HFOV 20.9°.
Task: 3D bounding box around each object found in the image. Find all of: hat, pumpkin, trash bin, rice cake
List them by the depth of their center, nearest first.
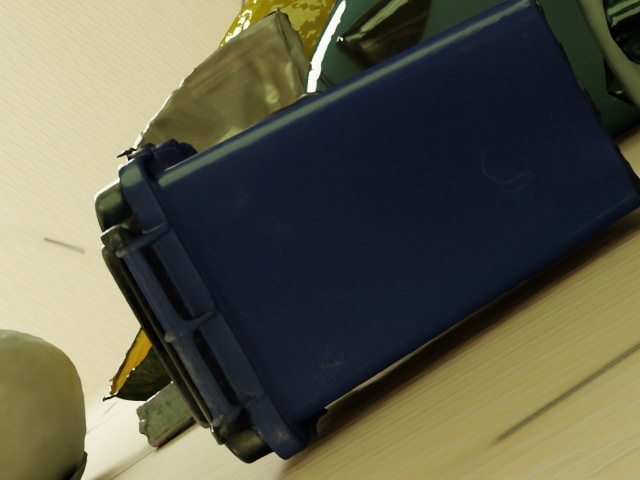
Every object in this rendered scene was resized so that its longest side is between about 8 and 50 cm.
[{"bbox_3d":[0.025,-0.014,0.817,0.234,0.163,0.184,-29,4,8],"label":"trash bin"},{"bbox_3d":[-0.048,0.083,1.285,0.211,0.034,0.043,-35,-6,4],"label":"rice cake"},{"bbox_3d":[-0.021,-0.054,1.390,0.164,0.226,0.219,-40,15,45],"label":"hat"},{"bbox_3d":[-0.093,0.073,1.451,0.163,0.111,0.278,-49,12,9],"label":"pumpkin"}]

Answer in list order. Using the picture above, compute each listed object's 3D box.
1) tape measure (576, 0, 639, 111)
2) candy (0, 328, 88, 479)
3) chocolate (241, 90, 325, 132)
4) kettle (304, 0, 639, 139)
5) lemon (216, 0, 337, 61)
[{"bbox_3d":[0.203,-0.109,0.876,0.084,0.164,0.330,-21,-17,26],"label":"tape measure"},{"bbox_3d":[-0.319,0.178,1.374,0.295,0.185,0.295,-33,8,5],"label":"candy"},{"bbox_3d":[0.000,0.000,1.058,0.176,0.177,0.177,-35,2,2],"label":"chocolate"},{"bbox_3d":[0.152,-0.146,1.239,0.342,0.247,0.319,-42,-30,4],"label":"kettle"},{"bbox_3d":[0.028,-0.126,1.578,0.293,0.293,0.293,-35,2,2],"label":"lemon"}]
